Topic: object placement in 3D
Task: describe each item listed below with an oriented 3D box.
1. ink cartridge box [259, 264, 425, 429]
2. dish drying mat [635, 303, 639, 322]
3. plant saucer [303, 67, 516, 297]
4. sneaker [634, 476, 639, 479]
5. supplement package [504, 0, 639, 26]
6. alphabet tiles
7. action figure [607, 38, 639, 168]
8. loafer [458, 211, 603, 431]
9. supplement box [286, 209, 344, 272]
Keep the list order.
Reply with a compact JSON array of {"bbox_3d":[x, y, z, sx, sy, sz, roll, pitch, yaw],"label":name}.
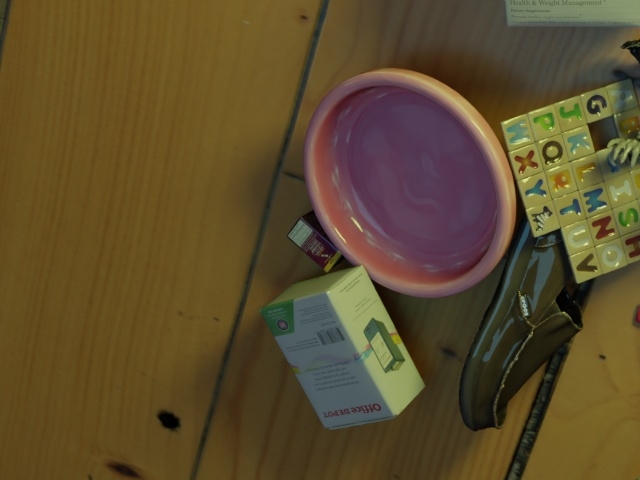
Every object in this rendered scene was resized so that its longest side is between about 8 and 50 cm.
[{"bbox_3d":[0.032,0.158,1.966,0.154,0.093,0.212,-18,104,45],"label":"ink cartridge box"},{"bbox_3d":[0.477,0.109,1.854,0.083,0.008,0.032,16,109,18],"label":"dish drying mat"},{"bbox_3d":[0.130,-0.085,1.861,0.332,0.084,0.332,19,125,29],"label":"plant saucer"},{"bbox_3d":[0.550,0.275,1.802,0.295,0.124,0.178,-9,105,16],"label":"sneaker"},{"bbox_3d":[0.330,-0.386,1.674,0.194,0.149,0.203,3,124,21],"label":"supplement package"},{"bbox_3d":[0.357,-0.073,1.786,0.198,0.009,0.237,-20,97,-15],"label":"alphabet tiles"},{"bbox_3d":[0.450,-0.126,1.718,0.164,0.141,0.276,-8,97,50],"label":"action figure"},{"bbox_3d":[0.293,0.114,1.859,0.130,0.134,0.366,22,110,13],"label":"loafer"},{"bbox_3d":[0.000,0.000,1.992,0.083,0.055,0.043,42,116,8],"label":"supplement box"}]
